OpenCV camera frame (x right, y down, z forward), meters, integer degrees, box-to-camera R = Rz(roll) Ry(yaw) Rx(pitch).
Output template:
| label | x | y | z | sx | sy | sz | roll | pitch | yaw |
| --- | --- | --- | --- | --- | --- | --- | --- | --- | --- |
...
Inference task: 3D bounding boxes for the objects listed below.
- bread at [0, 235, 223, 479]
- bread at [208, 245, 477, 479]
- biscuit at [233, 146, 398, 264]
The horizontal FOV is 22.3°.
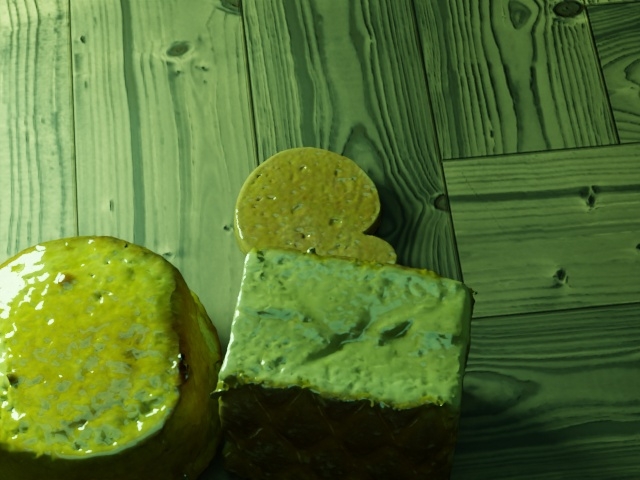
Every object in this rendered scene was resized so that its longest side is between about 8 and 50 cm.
| label | x | y | z | sx | sy | sz | roll | pitch | yaw |
| --- | --- | --- | --- | --- | --- | --- | --- | --- | --- |
| bread | -0.280 | 0.155 | 1.959 | 0.337 | 0.204 | 0.358 | -6 | 57 | -9 |
| bread | 0.031 | 0.161 | 1.914 | 0.279 | 0.279 | 0.207 | 7 | 57 | 6 |
| biscuit | 0.000 | 0.000 | 2.143 | 0.202 | 0.044 | 0.288 | -22 | 63 | -12 |
